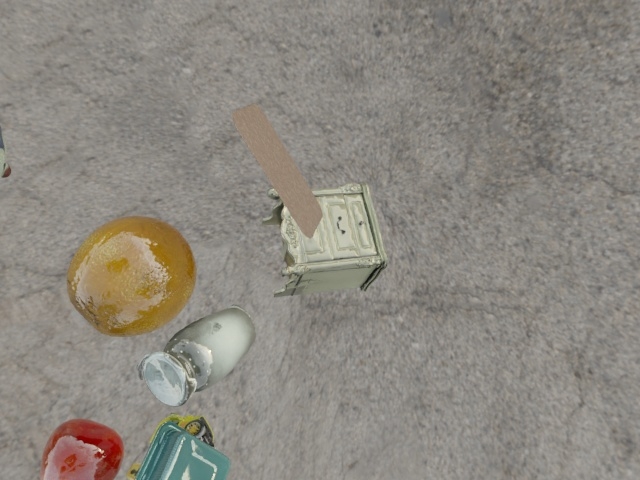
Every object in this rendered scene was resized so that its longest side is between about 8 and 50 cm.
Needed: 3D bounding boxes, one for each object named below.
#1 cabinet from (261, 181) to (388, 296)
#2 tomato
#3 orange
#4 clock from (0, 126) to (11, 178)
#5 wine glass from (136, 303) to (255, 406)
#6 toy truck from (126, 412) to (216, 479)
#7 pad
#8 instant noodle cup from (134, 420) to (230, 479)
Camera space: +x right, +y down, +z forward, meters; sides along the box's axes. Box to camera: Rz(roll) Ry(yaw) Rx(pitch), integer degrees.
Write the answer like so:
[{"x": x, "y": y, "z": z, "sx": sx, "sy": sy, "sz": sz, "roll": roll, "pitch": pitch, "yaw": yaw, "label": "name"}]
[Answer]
[{"x": 0.000, "y": 0.000, "z": 1.577, "sx": 0.317, "sy": 0.227, "sz": 0.290, "roll": -4, "pitch": 66, "yaw": -16, "label": "cabinet"}, {"x": -0.547, "y": 0.504, "z": 1.169, "sx": 0.186, "sy": 0.151, "sz": 0.187, "roll": 3, "pitch": 70, "yaw": -8, "label": "tomato"}, {"x": -0.414, "y": 0.079, "z": 1.137, "sx": 0.274, "sy": 0.274, "sz": 0.275, "roll": 1, "pitch": 95, "yaw": 6, "label": "orange"}, {"x": -0.502, "y": -0.086, "z": 0.617, "sx": 0.243, "sy": 0.146, "sz": 0.200, "roll": -29, "pitch": 57, "yaw": 7, "label": "clock"}, {"x": -0.202, "y": 0.194, "z": 0.884, "sx": 0.111, "sy": 0.204, "sz": 0.111, "roll": 9, "pitch": 109, "yaw": 27, "label": "wine glass"}, {"x": -0.358, "y": 0.536, "z": 1.168, "sx": 0.156, "sy": 0.272, "sz": 0.124, "roll": 2, "pitch": 130, "yaw": 16, "label": "toy truck"}, {"x": -0.074, "y": -0.137, "z": 0.978, "sx": 0.002, "sy": 0.176, "sz": 0.266, "roll": -27, "pitch": 104, "yaw": 19, "label": "pad"}, {"x": -0.253, "y": 0.451, "z": 0.980, "sx": 0.070, "sy": 0.157, "sz": 0.179, "roll": -25, "pitch": 123, "yaw": 36, "label": "instant noodle cup"}]
